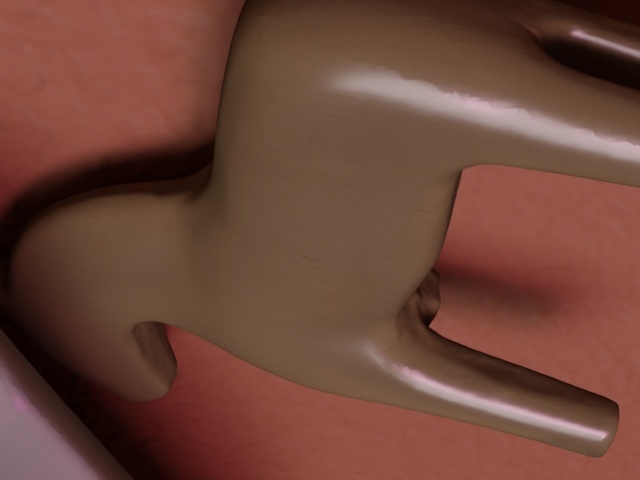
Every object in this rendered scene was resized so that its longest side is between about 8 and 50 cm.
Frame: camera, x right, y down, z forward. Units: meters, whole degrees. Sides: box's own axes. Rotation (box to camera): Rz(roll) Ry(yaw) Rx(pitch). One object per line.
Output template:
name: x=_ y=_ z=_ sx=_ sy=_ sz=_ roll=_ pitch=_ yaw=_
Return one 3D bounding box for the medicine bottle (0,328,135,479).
medicine bottle: x=-0.151 y=0.088 z=0.547 sx=0.179 sy=0.124 sz=0.324 roll=18 pitch=149 yaw=40

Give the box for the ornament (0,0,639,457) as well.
ornament: x=0.000 y=0.000 z=0.503 sx=0.244 sy=0.061 sz=0.230 roll=17 pitch=138 yaw=-1
